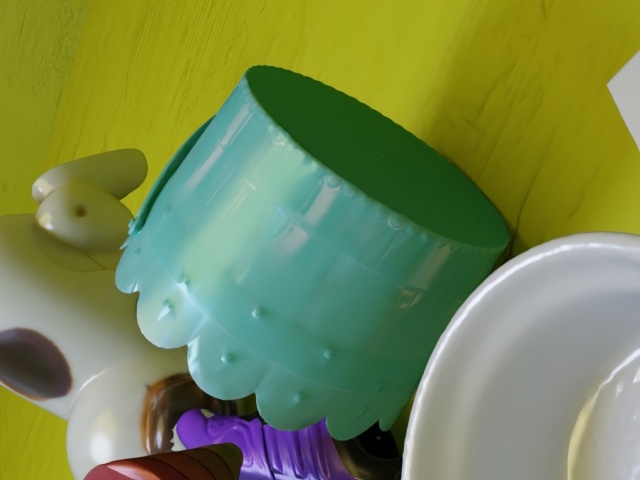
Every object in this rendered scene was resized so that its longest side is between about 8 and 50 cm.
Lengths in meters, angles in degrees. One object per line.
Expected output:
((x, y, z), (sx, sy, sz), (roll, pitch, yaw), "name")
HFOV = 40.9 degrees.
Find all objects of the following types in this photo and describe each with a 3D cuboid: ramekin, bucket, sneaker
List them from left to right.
((-0.007, 0.186, 0.772), (0.293, 0.102, 0.146), (17, 81, 41), "sneaker")
((0.000, 0.000, 0.687), (0.183, 0.281, 0.281), (-56, 35, 21), "bucket")
((0.175, 0.142, 0.452), (0.277, 0.135, 0.277), (-29, 56, 54), "ramekin")

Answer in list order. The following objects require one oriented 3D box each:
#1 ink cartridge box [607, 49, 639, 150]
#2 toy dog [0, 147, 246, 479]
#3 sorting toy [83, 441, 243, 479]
((0.255, -0.094, 0.375), (0.203, 0.148, 0.086), (-50, 41, 41), "ink cartridge box")
((-0.249, 0.128, 1.010), (0.408, 0.395, 0.284), (49, 114, 16), "toy dog")
((-0.071, 0.310, 0.684), (0.127, 0.126, 0.365), (-6, 106, 32), "sorting toy")
